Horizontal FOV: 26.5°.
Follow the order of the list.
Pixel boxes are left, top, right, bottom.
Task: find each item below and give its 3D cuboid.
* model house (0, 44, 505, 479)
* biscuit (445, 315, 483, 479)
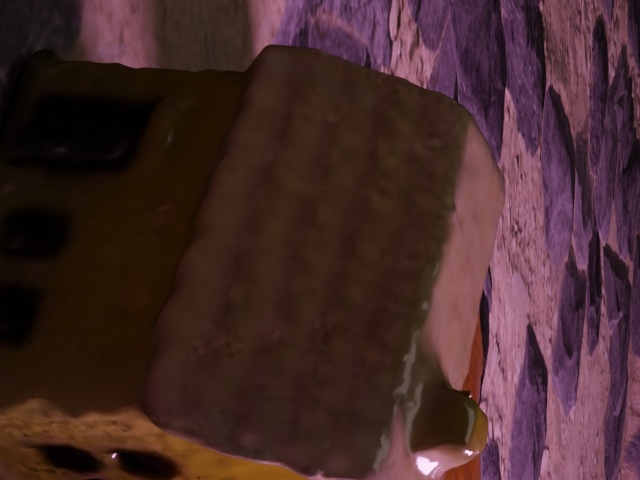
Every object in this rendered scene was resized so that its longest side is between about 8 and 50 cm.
[{"bbox_3d":[-0.028,0.032,0.605,0.175,0.234,0.193,64,36,-51],"label":"model house"},{"bbox_3d":[0.059,0.180,1.093,0.385,0.062,0.365,27,64,-68],"label":"biscuit"}]
